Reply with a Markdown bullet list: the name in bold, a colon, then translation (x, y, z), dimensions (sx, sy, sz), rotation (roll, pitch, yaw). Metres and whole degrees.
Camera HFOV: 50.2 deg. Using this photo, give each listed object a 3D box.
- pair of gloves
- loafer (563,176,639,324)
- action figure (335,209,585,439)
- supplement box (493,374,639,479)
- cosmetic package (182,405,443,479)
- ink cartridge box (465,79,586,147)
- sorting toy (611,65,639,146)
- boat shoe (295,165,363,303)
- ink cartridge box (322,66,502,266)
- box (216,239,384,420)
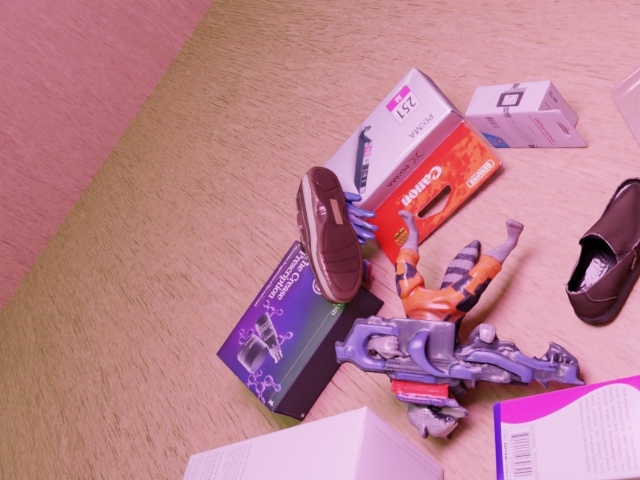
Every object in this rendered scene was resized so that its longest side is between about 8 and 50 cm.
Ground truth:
- **pair of gloves**: translation (0.046, -0.005, 1.266), dimensions (0.023, 0.198, 0.159), rotation (-22, 35, -32)
- **loafer**: translation (0.395, 0.003, 0.914), dimensions (0.080, 0.078, 0.220), rotation (13, 73, 52)
- **action figure**: translation (0.215, 0.133, 1.003), dimensions (0.341, 0.178, 0.331), rotation (11, 76, 23)
- **supplement box**: translation (0.325, 0.237, 0.786), dimensions (0.220, 0.114, 0.111), rotation (-24, 46, 38)
- **cosmetic package**: translation (-0.028, 0.386, 0.985), dimensions (0.365, 0.197, 0.155), rotation (-25, 34, 33)
- **ink cartridge box**: translation (0.342, -0.203, 1.113), dimensions (0.180, 0.104, 0.060), rotation (10, 69, 50)
- **sorting toy**: translation (0.523, -0.196, 0.942), dimensions (0.193, 0.038, 0.208), rotation (-44, 41, 35)
- **boat shoe**: translation (0.007, 0.001, 1.184), dimensions (0.095, 0.095, 0.258), rotation (-43, 44, 46)
- **ink cartridge box**: translation (0.149, -0.130, 1.230), dimensions (0.275, 0.060, 0.239), rotation (-46, 55, 22)
- **box**: translation (-0.039, 0.160, 1.235), dimensions (0.184, 0.103, 0.261), rotation (35, 90, 37)
